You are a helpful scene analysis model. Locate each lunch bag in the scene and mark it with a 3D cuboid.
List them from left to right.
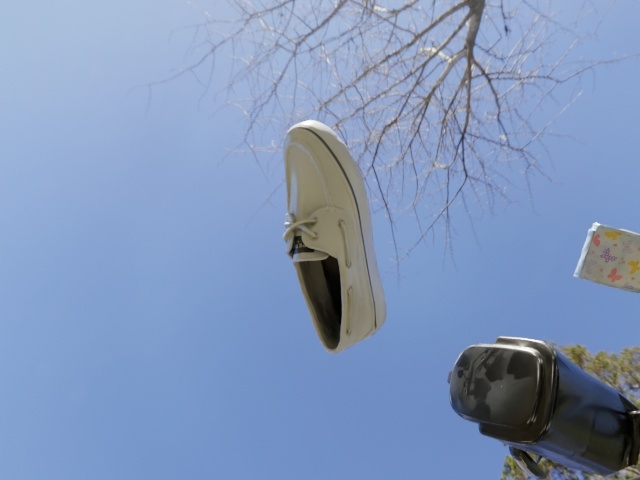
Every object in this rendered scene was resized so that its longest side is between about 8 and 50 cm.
[{"bbox_3d":[0.349,0.020,0.553,0.083,0.053,0.071,12,-84,-11],"label":"lunch bag"}]

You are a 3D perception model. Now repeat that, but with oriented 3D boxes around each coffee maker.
[{"bbox_3d":[0.258,0.175,0.501,0.171,0.178,0.120,-33,-140,37],"label":"coffee maker"}]

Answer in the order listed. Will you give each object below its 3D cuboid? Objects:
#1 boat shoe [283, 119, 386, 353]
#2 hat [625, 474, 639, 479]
[{"bbox_3d":[0.000,0.000,0.533,0.096,0.088,0.268,0,-72,42],"label":"boat shoe"},{"bbox_3d":[0.292,0.247,0.235,0.331,0.134,0.331,-21,-140,19],"label":"hat"}]
